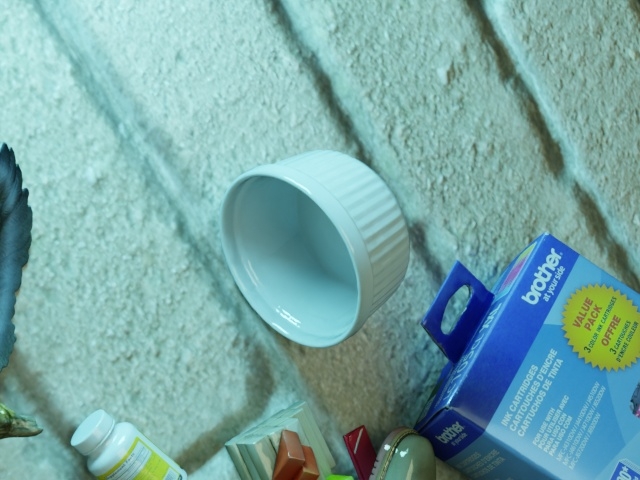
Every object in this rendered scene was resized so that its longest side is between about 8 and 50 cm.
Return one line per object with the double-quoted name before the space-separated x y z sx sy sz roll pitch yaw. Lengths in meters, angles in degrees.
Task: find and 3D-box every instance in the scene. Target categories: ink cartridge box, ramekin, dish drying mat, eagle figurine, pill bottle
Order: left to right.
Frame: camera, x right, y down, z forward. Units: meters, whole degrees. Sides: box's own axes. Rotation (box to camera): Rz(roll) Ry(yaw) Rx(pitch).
"eagle figurine" -0.362 0.065 1.306 0.298 0.225 0.226 67 10 27
"pill bottle" -0.198 0.228 1.427 0.116 0.065 0.065 46 64 -18
"ramekin" 0.000 0.000 1.496 0.109 0.207 0.207 -32 101 -39
"dish drying mat" 0.053 0.257 1.605 0.032 0.008 0.083 -26 97 -31
"ink cartridge box" 0.290 0.182 1.618 0.395 0.151 0.270 32 62 1

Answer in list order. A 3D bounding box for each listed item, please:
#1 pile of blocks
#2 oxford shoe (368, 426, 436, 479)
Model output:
"pile of blocks" -0.007 0.357 1.498 0.149 0.112 0.362 0 85 -31
"oxford shoe" 0.121 0.383 1.544 0.123 0.130 0.348 1 88 -56
